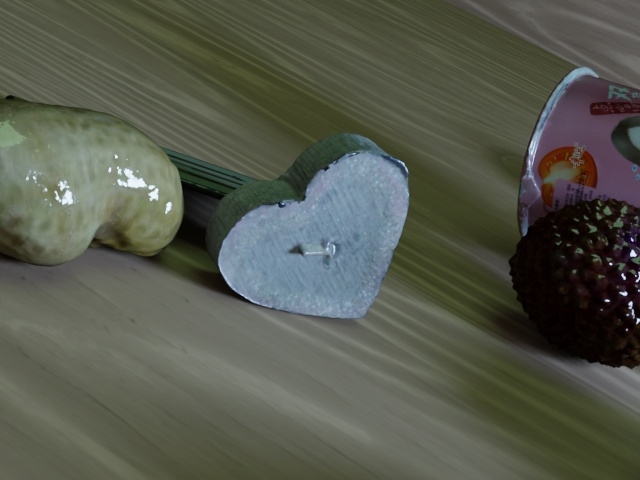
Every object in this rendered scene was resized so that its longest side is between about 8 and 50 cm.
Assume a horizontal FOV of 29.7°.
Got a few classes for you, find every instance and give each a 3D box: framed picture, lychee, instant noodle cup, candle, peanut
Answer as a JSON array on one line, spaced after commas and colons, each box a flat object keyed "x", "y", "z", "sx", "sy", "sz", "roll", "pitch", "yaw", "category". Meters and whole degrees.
[{"x": -0.166, "y": -0.081, "z": 1.226, "sx": 0.324, "sy": 0.013, "sz": 0.244, "roll": 18, "pitch": 7, "yaw": -15, "category": "framed picture"}, {"x": 0.292, "y": 0.040, "z": 1.263, "sx": 0.188, "sy": 0.188, "sz": 0.188, "roll": 21, "pitch": 20, "yaw": -8, "category": "lychee"}, {"x": 0.385, "y": -0.066, "z": 1.415, "sx": 0.231, "sy": 0.242, "sz": 0.243, "roll": 17, "pitch": 14, "yaw": 31, "category": "instant noodle cup"}, {"x": 0.000, "y": 0.000, "z": 1.111, "sx": 0.168, "sy": 0.192, "sz": 0.068, "roll": 64, "pitch": -4, "yaw": -33, "category": "candle"}, {"x": -0.216, "y": -0.045, "z": 1.012, "sx": 0.122, "sy": 0.137, "sz": 0.253, "roll": -16, "pitch": -8, "yaw": 38, "category": "peanut"}]
